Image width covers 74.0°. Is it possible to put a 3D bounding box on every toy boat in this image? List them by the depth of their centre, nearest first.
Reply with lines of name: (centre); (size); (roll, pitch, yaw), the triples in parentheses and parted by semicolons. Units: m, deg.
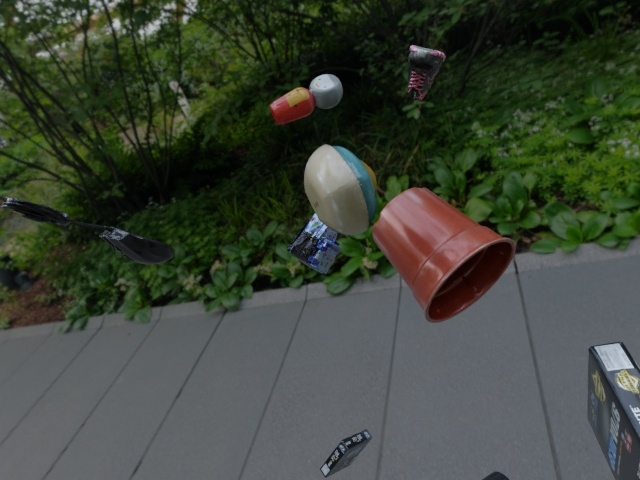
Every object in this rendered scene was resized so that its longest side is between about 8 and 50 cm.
toy boat: (0.028, -0.165, 0.853); (0.148, 0.318, 0.267); (-26, 7, -6)

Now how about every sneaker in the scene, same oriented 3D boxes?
sneaker: (0.135, -0.221, 0.572); (0.047, 0.057, 0.119); (22, 10, 12)

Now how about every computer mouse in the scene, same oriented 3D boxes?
computer mouse: (-0.309, -0.005, 0.591); (0.071, 0.242, 0.041); (15, 83, 38)

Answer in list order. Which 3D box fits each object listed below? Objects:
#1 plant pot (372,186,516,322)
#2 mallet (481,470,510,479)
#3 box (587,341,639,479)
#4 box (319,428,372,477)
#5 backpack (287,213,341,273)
plant pot: (0.286, 0.018, 1.073); (0.272, 0.272, 0.265); (-31, 54, -11)
mallet: (0.172, 0.341, 0.565); (0.062, 0.039, 0.189); (-19, -17, -34)
box: (0.462, 0.288, 0.633); (0.051, 0.220, 0.175); (-14, 36, 14)
box: (0.044, 0.365, 0.730); (0.067, 0.083, 0.018); (4, 34, -46)
backpack: (0.000, 0.000, 1.316); (0.117, 0.158, 0.173); (29, 83, 22)
